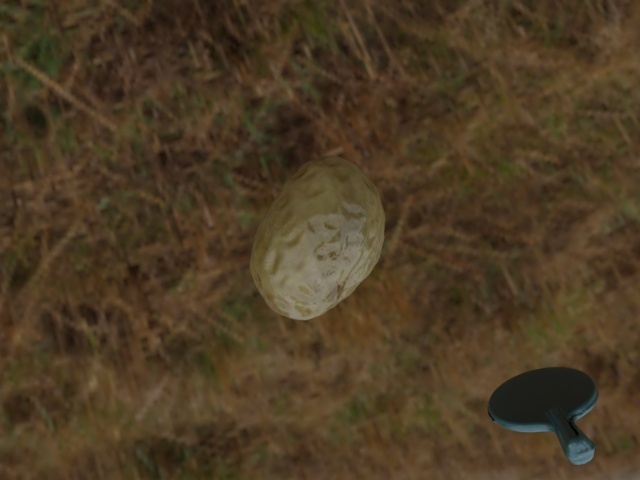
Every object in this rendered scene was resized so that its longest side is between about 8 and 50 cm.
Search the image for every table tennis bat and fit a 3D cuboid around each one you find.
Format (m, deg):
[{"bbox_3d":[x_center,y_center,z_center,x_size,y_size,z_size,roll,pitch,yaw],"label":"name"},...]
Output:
[{"bbox_3d":[0.255,0.189,1.711,0.124,0.201,0.033,-18,112,-4],"label":"table tennis bat"}]

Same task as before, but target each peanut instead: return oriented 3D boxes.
[{"bbox_3d":[0.000,0.000,1.426,0.109,0.159,0.140,11,155,26],"label":"peanut"}]
